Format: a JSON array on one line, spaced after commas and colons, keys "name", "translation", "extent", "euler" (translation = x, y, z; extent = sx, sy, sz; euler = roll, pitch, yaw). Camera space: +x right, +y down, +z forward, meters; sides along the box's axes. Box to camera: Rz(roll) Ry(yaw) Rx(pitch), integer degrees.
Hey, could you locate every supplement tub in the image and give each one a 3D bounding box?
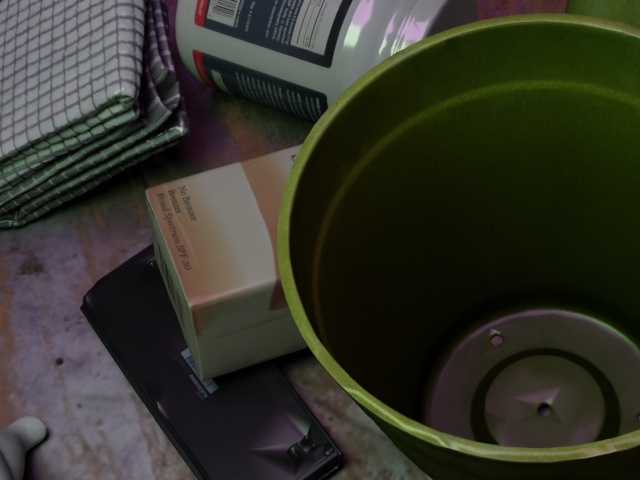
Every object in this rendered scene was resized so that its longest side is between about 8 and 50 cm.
[{"name": "supplement tub", "translation": [0.006, -0.217, 1.399], "extent": [0.272, 0.191, 0.191], "euler": [21, 65, 22]}]

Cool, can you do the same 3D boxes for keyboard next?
[{"name": "keyboard", "translation": [-0.082, 0.109, 1.313], "extent": [0.201, 0.033, 0.317], "euler": [-35, 60, -9]}]

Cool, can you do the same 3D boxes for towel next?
[{"name": "towel", "translation": [-0.273, -0.164, 1.429], "extent": [0.283, 0.121, 0.235], "euler": [-25, 53, 23]}]

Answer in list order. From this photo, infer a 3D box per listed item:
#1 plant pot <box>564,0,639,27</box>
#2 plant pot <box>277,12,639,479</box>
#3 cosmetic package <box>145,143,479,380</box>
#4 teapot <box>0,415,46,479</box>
[{"name": "plant pot", "translation": [0.342, -0.221, 1.299], "extent": [0.276, 0.254, 0.276], "euler": [-5, 59, 8]}, {"name": "plant pot", "translation": [0.178, 0.070, 1.094], "extent": [0.366, 0.353, 0.367], "euler": [-5, 59, 8]}, {"name": "cosmetic package", "translation": [0.000, 0.000, 1.275], "extent": [0.296, 0.129, 0.153], "euler": [-18, 55, -13]}, {"name": "teapot", "translation": [-0.397, 0.247, 1.199], "extent": [0.256, 0.187, 0.253], "euler": [24, 84, -21]}]
